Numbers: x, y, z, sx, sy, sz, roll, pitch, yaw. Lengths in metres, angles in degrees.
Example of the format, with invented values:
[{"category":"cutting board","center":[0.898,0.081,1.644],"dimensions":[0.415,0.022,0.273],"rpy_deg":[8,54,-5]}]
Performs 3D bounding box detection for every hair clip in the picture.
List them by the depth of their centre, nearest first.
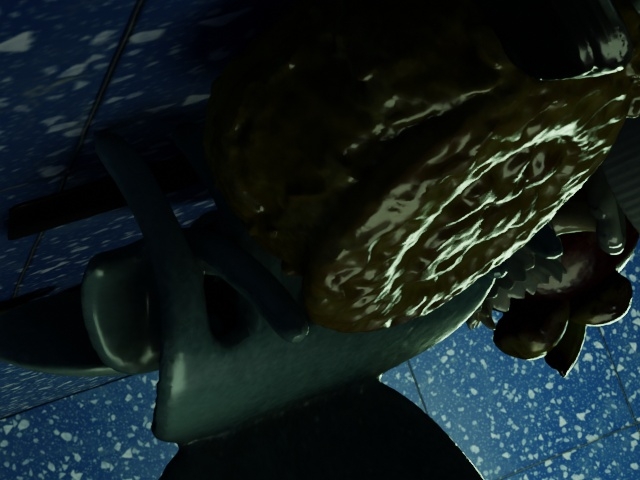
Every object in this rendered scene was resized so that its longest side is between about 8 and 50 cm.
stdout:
[{"category":"hair clip","center":[-0.026,0.050,0.929],"dimensions":[0.318,0.392,0.238],"rpy_deg":[-12,142,-41]}]

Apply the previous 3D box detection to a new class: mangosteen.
[{"category":"mangosteen","center":[0.220,0.011,1.346],"dimensions":[0.215,0.258,0.215],"rpy_deg":[-7,176,0]}]

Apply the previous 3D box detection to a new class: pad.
[{"category":"pad","center":[-0.155,-0.034,0.994],"dimensions":[0.157,0.003,0.112],"rpy_deg":[-18,173,-17]}]

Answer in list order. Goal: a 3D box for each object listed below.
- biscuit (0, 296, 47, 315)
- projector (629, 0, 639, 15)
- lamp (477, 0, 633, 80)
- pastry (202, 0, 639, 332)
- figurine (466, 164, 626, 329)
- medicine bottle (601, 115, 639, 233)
[{"category":"biscuit","center":[-0.365,0.096,1.303],"dimensions":[0.234,0.030,0.153],"rpy_deg":[-14,170,-39]},{"category":"projector","center":[0.241,-0.180,0.727],"dimensions":[0.147,0.061,0.115],"rpy_deg":[-16,171,-32]},{"category":"lamp","center":[0.188,-0.126,0.471],"dimensions":[0.283,0.203,0.124],"rpy_deg":[-26,-169,15]},{"category":"pastry","center":[0.057,-0.067,0.720],"dimensions":[0.235,0.132,0.240],"rpy_deg":[-45,160,15]},{"category":"figurine","center":[0.070,-0.015,1.173],"dimensions":[0.386,0.207,0.166],"rpy_deg":[-9,156,20]},{"category":"medicine bottle","center":[0.399,-0.125,0.949],"dimensions":[0.224,0.224,0.384],"rpy_deg":[-14,172,-44]}]
